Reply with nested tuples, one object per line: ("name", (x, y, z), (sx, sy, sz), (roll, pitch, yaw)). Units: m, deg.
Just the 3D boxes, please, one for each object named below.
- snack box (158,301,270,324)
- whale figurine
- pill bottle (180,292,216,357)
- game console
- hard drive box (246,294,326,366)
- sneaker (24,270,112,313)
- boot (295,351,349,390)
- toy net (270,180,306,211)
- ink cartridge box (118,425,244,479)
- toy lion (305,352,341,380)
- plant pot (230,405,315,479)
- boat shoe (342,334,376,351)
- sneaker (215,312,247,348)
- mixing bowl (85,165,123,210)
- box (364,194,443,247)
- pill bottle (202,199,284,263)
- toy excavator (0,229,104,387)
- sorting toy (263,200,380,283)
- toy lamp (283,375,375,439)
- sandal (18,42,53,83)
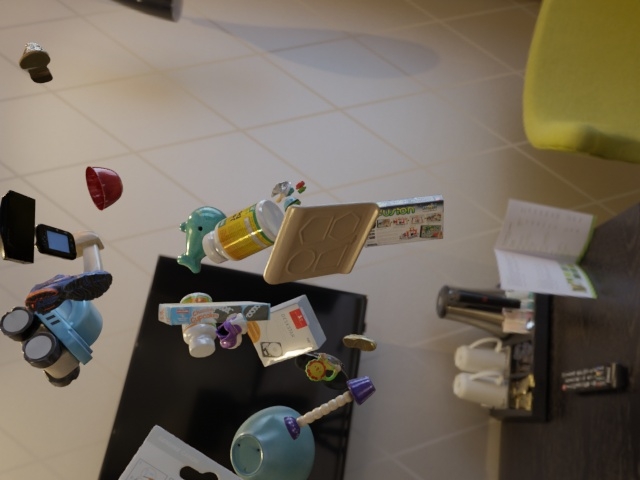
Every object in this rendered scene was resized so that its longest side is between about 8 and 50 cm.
("snack box", (-0.346, 0.234, 1.793), (0.187, 0.322, 0.060), (-8, 82, 63))
("whale figurine", (-0.471, -0.004, 2.161), (0.272, 0.216, 0.141), (-58, -6, 5))
("pill bottle", (-0.504, 0.352, 2.287), (0.136, 0.137, 0.245), (105, 154, -47))
("game console", (-0.914, -0.021, 1.800), (0.361, 0.044, 0.213), (47, -142, -76))
("hard drive box", (-0.125, 0.318, 1.942), (0.181, 0.232, 0.089), (64, -157, -4))
("sneaker", (-0.674, 0.120, 1.479), (0.087, 0.221, 0.083), (-128, 30, -51))
("boot", (0.042, 0.513, 2.231), (0.229, 0.263, 0.091), (19, -85, -61))
("toy net", (-0.100, -0.161, 1.893), (0.122, 0.045, 0.232), (-41, -13, 1))
("ink cartridge box", (-0.310, 0.604, 1.106), (0.385, 0.308, 0.091), (-57, 3, -7))
("toy lion", (0.004, 0.430, 1.834), (0.096, 0.100, 0.034), (-51, 4, -18))
("plant pot", (-0.192, 0.717, 1.871), (0.195, 0.290, 0.290), (23, -105, -58))
("boat shoe", (0.151, 0.371, 2.027), (0.153, 0.048, 0.056), (-6, 108, 47))
("sneaker", (-0.244, 0.238, 1.439), (0.068, 0.071, 0.170), (65, 151, 23))
("mixing bowl", (-0.849, -0.217, 2.186), (0.181, 0.098, 0.181), (27, 128, 41))
("box", (0.209, -0.049, 1.408), (0.036, 0.207, 0.114), (-97, 1, -60))
("pill bottle", (-0.200, -0.016, 1.430), (0.117, 0.209, 0.117), (43, -146, -39))
("toy excavator", (-0.873, 0.216, 1.939), (0.445, 0.433, 0.222), (-42, -27, -26))
("sorting toy", (0.000, 0.000, 1.101), (0.038, 0.208, 0.193), (55, 135, 39))
("toy lamp", (0.029, 0.477, 1.592), (0.080, 0.275, 0.080), (63, 176, 7))
("sandal", (-0.861, -0.550, 1.652), (0.079, 0.088, 0.240), (71, 161, -2))
